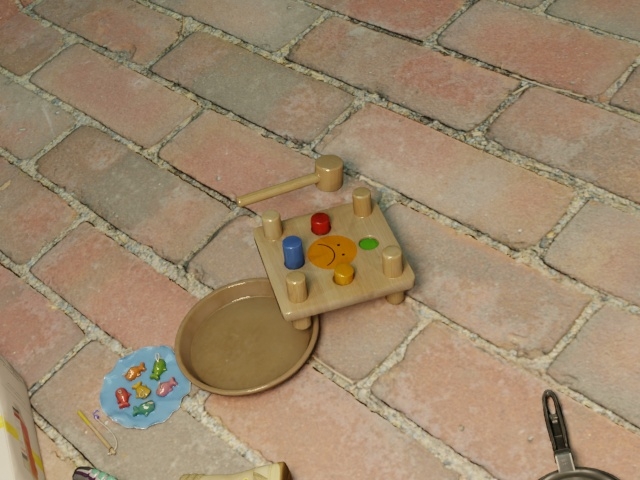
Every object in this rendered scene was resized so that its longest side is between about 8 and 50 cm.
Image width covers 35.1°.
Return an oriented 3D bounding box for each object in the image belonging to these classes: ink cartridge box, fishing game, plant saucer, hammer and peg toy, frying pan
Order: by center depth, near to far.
[{"bbox_3d":[0.402,0.369,1.531,0.197,0.053,0.326,5,55,24],"label":"frying pan"},{"bbox_3d":[-0.660,0.413,1.818,0.279,0.160,0.385,-26,45,-3],"label":"ink cartridge box"},{"bbox_3d":[-0.136,0.184,1.896,0.277,0.041,0.278,-7,45,7],"label":"plant saucer"},{"bbox_3d":[-0.334,0.268,1.911,0.264,0.041,0.189,-37,49,-14],"label":"fishing game"},{"bbox_3d":[0.000,0.000,1.937,0.265,0.127,0.361,-15,42,-9],"label":"hammer and peg toy"}]

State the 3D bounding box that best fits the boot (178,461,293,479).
[{"bbox_3d":[-0.155,0.477,1.609,0.203,0.095,0.262,-8,45,14],"label":"boot"}]

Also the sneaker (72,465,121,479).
[{"bbox_3d":[-0.353,0.458,1.717,0.223,0.083,0.098,13,62,31],"label":"sneaker"}]
